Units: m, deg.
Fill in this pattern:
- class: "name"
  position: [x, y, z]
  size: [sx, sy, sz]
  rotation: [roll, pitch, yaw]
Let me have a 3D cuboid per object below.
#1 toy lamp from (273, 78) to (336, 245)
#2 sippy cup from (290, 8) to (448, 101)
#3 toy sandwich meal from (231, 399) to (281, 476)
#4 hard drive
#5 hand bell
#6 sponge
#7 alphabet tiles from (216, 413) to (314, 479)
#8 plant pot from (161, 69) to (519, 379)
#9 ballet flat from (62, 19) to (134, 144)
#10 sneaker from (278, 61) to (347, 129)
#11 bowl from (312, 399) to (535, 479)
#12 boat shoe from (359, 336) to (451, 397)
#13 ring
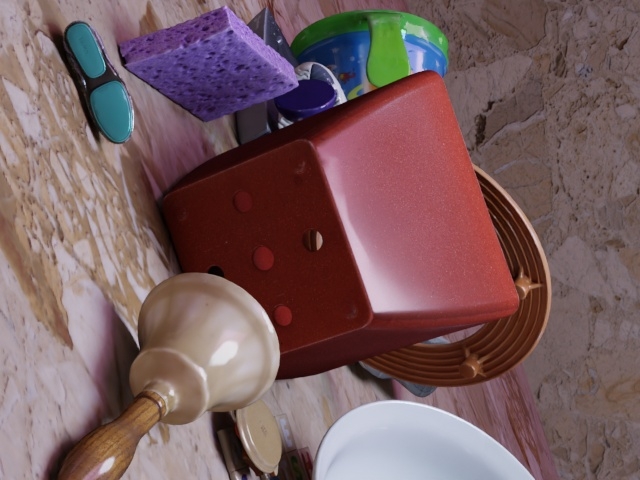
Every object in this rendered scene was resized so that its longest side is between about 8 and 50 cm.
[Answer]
- class: "toy lamp"
  position: [-0.009, -0.051, 1.559]
  size: [0.080, 0.080, 0.274]
  rotation: [-89, 174, -54]
- class: "sippy cup"
  position: [0.072, -0.175, 1.901]
  size: [0.305, 0.240, 0.224]
  rotation: [31, 52, -55]
- class: "toy sandwich meal"
  position: [-0.063, 0.181, 1.233]
  size: [0.085, 0.029, 0.085]
  rotation: [54, 23, -36]
- class: "hard drive"
  position: [-0.054, -0.163, 1.707]
  size: [0.254, 0.054, 0.172]
  rotation: [-93, 159, -46]
- class: "hand bell"
  position: [-0.129, 0.128, 0.985]
  size: [0.126, 0.126, 0.242]
  rotation: [67, 26, -14]
- class: "sponge"
  position: [-0.111, -0.181, 1.390]
  size: [0.210, 0.117, 0.031]
  rotation: [31, 43, -69]
- class: "alphabet tiles"
  position: [-0.030, 0.271, 1.309]
  size: [0.237, 0.009, 0.198]
  rotation: [9, 62, -74]
- class: "plant pot"
  position: [0.000, 0.000, 1.320]
  size: [0.236, 0.267, 0.267]
  rotation: [-15, 85, -61]
- class: "ballet flat"
  position: [-0.196, -0.141, 1.186]
  size: [0.041, 0.041, 0.114]
  rotation: [-57, 127, -73]
- class: "sneaker"
  position: [0.020, -0.136, 1.635]
  size: [0.153, 0.094, 0.235]
  rotation: [-73, 145, -53]
- class: "bowl"
  position: [0.096, 0.313, 1.321]
  size: [0.298, 0.134, 0.298]
  rotation: [22, 37, -18]
- class: "boat shoe"
  position: [0.089, 0.119, 1.789]
  size: [0.103, 0.118, 0.320]
  rotation: [36, -2, 32]
- class: "ring"
  position: [0.092, 0.033, 1.486]
  size: [0.032, 0.337, 0.336]
  rotation: [-48, 121, -47]
